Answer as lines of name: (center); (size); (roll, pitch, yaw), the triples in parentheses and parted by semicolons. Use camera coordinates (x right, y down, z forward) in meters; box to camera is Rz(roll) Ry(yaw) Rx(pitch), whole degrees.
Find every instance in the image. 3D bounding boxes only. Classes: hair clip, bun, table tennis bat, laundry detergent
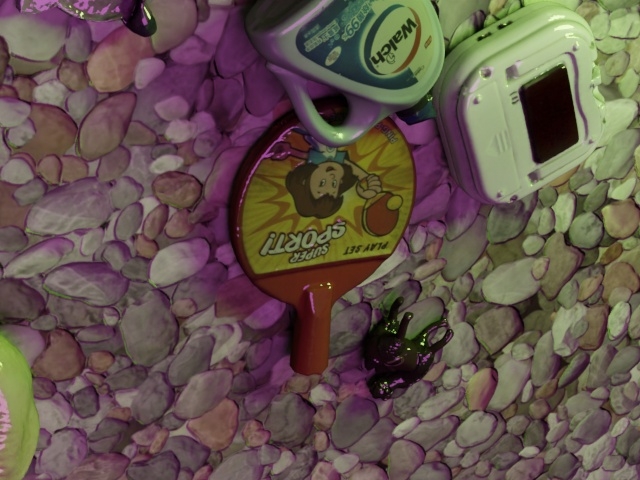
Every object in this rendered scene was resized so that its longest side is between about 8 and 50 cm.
hair clip: (-0.250, -0.300, 1.355); (0.187, 0.056, 0.146); (1, 120, -40)
bun: (-0.460, 0.215, 1.514); (0.259, 0.160, 0.259); (-6, 108, -19)
table tennis bat: (0.000, 0.000, 1.696); (0.268, 0.051, 0.414); (-8, 122, -24)
laundry detergent: (0.050, -0.221, 1.531); (0.215, 0.105, 0.280); (-44, 133, -6)

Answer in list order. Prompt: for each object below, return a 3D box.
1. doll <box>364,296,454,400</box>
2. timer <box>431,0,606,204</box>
doll: (0.119, 0.170, 1.872); (0.139, 0.057, 0.165); (22, 113, -41)
timer: (0.274, -0.179, 1.697); (0.237, 0.087, 0.262); (-29, 131, -9)
